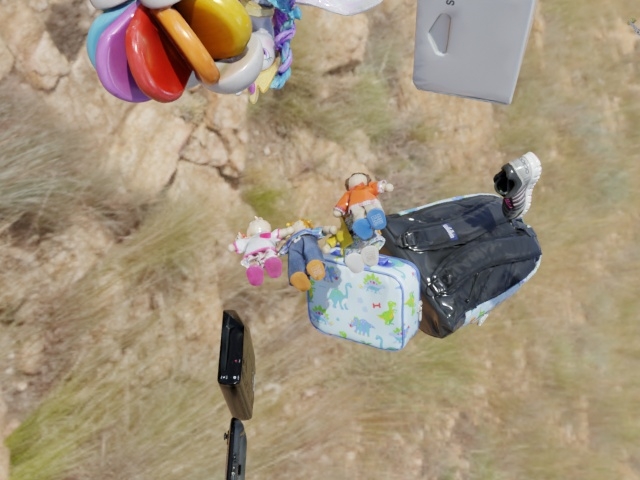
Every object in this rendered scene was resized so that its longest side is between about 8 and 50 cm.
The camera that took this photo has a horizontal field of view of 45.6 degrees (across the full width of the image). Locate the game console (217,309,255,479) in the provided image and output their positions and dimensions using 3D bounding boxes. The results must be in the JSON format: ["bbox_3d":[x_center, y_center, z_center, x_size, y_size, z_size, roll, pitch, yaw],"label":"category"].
[{"bbox_3d":[-0.141,0.307,1.227,0.213,0.044,0.361,88,2,-61],"label":"game console"}]

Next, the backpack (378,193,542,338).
[{"bbox_3d":[0.304,0.037,1.642,0.356,0.273,0.290,-28,71,-22],"label":"backpack"}]

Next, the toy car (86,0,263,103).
[{"bbox_3d":[-0.158,-0.194,0.747,0.136,0.182,0.159,-59,138,-21],"label":"toy car"}]

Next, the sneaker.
[{"bbox_3d":[0.357,-0.097,1.433,0.170,0.075,0.063,92,-20,-56],"label":"sneaker"}]

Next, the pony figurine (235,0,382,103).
[{"bbox_3d":[-0.082,-0.463,1.309,0.351,0.303,0.363,-54,146,-40],"label":"pony figurine"}]

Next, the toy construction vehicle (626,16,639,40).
[{"bbox_3d":[0.628,-0.399,1.411,0.035,0.086,0.098,-29,75,-37],"label":"toy construction vehicle"}]

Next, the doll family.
[{"bbox_3d":[0.000,0.000,1.138,0.163,0.263,0.118,-101,166,-59],"label":"doll family"}]

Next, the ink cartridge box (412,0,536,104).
[{"bbox_3d":[0.199,-0.332,0.867,0.211,0.122,0.289,78,28,-62],"label":"ink cartridge box"}]

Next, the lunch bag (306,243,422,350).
[{"bbox_3d":[0.082,0.103,1.439,0.090,0.219,0.176,-34,128,-50],"label":"lunch bag"}]
